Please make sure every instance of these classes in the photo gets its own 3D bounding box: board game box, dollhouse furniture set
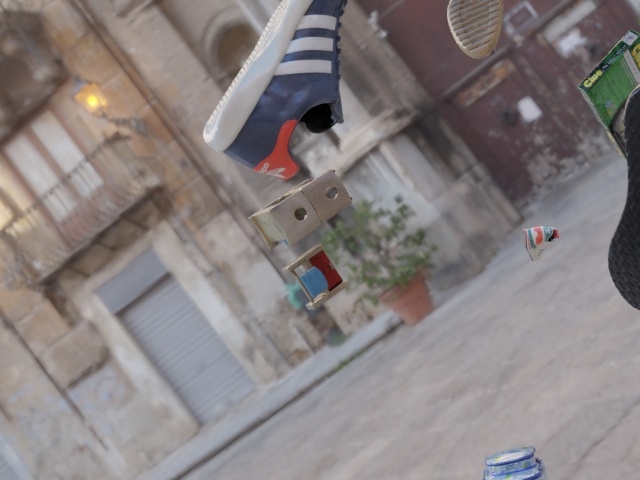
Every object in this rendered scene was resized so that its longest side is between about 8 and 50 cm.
[{"bbox_3d":[0.558,-0.258,1.802,0.136,0.030,0.260,-45,-39,5],"label":"board game box"},{"bbox_3d":[0.000,0.000,1.610,0.129,0.183,0.129,-35,7,-17],"label":"dollhouse furniture set"}]

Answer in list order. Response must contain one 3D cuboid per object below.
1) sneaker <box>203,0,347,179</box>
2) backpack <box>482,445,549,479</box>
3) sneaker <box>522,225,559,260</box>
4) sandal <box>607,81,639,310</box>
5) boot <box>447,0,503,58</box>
[{"bbox_3d":[-0.013,-0.234,1.332,0.350,0.148,0.131,-60,14,-16],"label":"sneaker"},{"bbox_3d":[0.306,0.377,1.576,0.105,0.084,0.114,-15,3,10],"label":"backpack"},{"bbox_3d":[0.508,0.004,2.263,0.075,0.057,0.161,-14,-20,17],"label":"sneaker"},{"bbox_3d":[0.567,-0.068,1.599,0.107,0.168,0.445,-42,-42,-39],"label":"sandal"},{"bbox_3d":[0.271,-0.365,1.652,0.090,0.248,0.207,-13,-27,17],"label":"boot"}]
